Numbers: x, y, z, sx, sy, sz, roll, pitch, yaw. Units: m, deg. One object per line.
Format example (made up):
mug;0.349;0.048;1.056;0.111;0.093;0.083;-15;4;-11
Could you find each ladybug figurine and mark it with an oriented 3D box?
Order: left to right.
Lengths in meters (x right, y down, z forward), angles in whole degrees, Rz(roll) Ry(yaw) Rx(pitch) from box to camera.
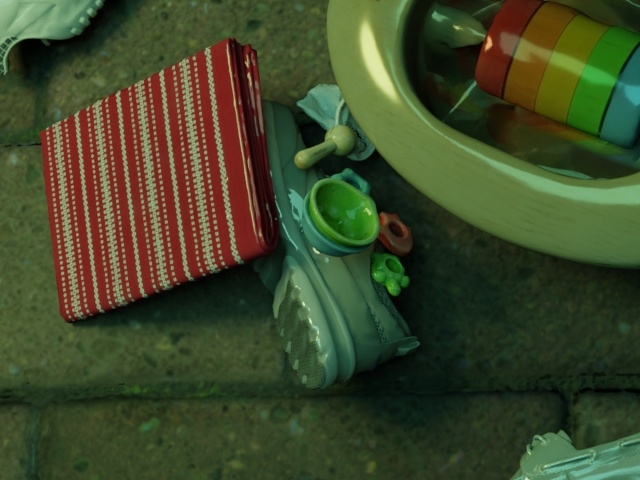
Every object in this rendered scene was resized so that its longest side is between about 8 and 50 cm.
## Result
ladybug figurine;0.220;-0.129;1.324;0.449;0.162;0.305;29;87;20

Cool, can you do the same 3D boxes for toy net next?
toy net;0.035;-0.062;1.381;0.045;0.122;0.232;-50;27;39

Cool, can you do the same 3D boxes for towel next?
towel;-0.150;-0.049;1.432;0.275;0.031;0.199;-19;73;39

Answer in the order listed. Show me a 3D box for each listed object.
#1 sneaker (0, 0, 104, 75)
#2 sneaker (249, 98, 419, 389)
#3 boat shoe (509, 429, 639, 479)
sneaker;-0.236;-0.252;1.534;0.235;0.090;0.095;-29;100;1
sneaker;0.000;0.000;1.413;0.115;0.105;0.281;-7;65;-24
boat shoe;0.207;0.197;1.309;0.227;0.079;0.081;-12;68;7
